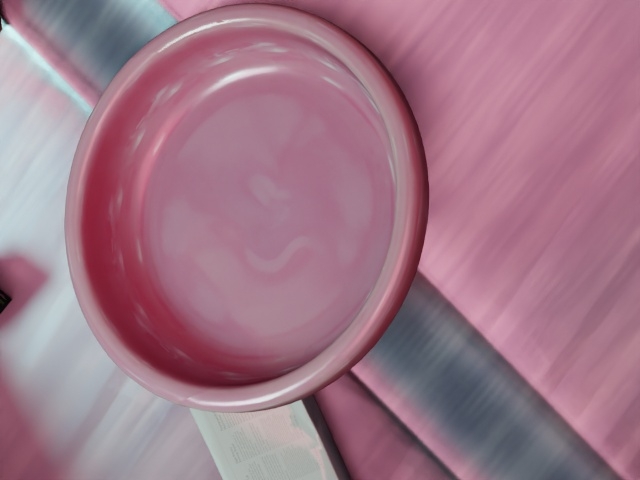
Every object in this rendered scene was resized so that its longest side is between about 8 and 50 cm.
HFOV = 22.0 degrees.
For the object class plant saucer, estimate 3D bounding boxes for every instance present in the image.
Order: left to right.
[{"bbox_3d":[-0.055,-0.024,1.350,0.332,0.084,0.332,-4,81,27],"label":"plant saucer"}]

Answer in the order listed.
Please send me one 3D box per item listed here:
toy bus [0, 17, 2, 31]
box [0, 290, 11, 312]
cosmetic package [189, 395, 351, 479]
[{"bbox_3d":[-0.376,-0.224,1.371,0.104,0.202,0.191,-14,111,38],"label":"toy bus"},{"bbox_3d":[-0.318,0.068,1.447,0.052,0.083,0.062,41,103,-4],"label":"box"},{"bbox_3d":[-0.051,0.164,1.461,0.099,0.060,0.239,-22,100,7],"label":"cosmetic package"}]
